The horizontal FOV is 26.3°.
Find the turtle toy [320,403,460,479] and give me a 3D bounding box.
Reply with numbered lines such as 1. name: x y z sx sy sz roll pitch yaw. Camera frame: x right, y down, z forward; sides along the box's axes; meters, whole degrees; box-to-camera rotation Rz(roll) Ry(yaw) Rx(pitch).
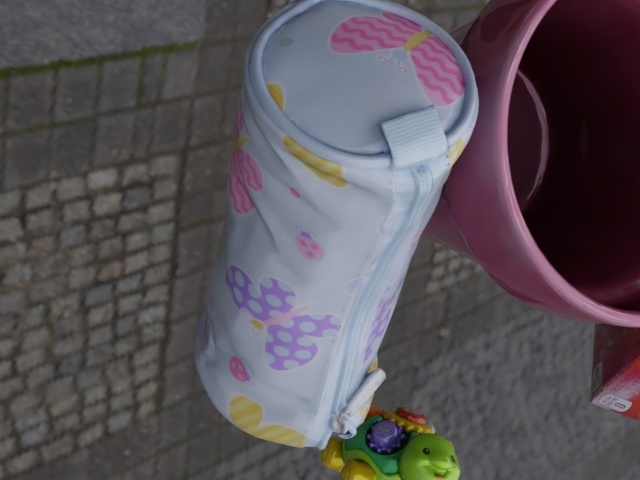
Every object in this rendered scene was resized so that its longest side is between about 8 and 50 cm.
1. turtle toy: 0.062 0.162 1.017 0.095 0.130 0.066 19 95 -20

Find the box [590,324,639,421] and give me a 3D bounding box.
1. box: 0.289 0.019 0.862 0.257 0.128 0.123 124 -16 -50

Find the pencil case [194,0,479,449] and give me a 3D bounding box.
1. pencil case: 0.000 0.000 0.731 0.113 0.124 0.273 -4 142 -15

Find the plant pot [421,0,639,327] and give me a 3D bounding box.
1. plant pot: 0.129 -0.057 0.779 0.201 0.180 0.201 -2 94 -28
